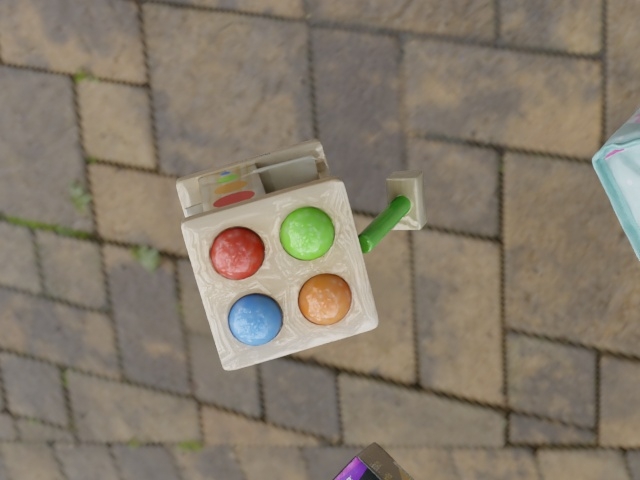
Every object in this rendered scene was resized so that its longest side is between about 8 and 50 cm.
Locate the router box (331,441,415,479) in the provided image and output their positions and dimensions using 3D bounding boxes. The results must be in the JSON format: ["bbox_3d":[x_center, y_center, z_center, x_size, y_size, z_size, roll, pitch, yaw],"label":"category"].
[{"bbox_3d":[0.061,0.187,0.914,0.133,0.179,0.046,44,90,7],"label":"router box"}]

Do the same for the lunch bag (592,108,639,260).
[{"bbox_3d":[0.360,-0.009,1.236,0.160,0.223,0.262,-20,102,36],"label":"lunch bag"}]

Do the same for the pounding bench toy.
[{"bbox_3d":[0.000,0.000,0.492,0.083,0.065,0.052,-16,107,-3],"label":"pounding bench toy"}]
